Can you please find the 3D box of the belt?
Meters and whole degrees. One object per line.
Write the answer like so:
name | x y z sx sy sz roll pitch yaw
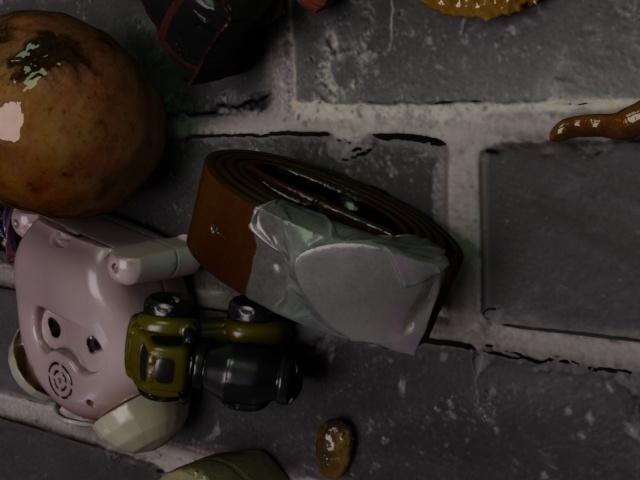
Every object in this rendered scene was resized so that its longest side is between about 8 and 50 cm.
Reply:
belt | 0.000 0.000 1.014 0.339 0.217 0.122 28 114 30

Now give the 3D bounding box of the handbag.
handbag | -0.147 -0.321 1.121 0.169 0.155 0.215 -35 76 51

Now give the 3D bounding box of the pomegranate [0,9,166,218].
pomegranate | -0.369 -0.168 1.228 0.322 0.322 0.322 7 101 37

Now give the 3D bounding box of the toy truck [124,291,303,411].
toy truck | -0.139 0.155 1.148 0.165 0.224 0.147 -127 44 -74

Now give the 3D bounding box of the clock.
clock | -0.331 0.127 1.334 0.342 0.184 0.325 23 115 39

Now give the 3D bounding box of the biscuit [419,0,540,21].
biscuit | 0.160 -0.352 0.899 0.254 0.035 0.253 11 120 20

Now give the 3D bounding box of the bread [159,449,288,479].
bread | -0.133 0.361 1.228 0.148 0.141 0.133 4 96 36

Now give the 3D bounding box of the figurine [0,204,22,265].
figurine | -0.555 -0.002 1.510 0.157 0.114 0.126 -12 116 16

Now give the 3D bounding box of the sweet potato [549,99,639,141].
sweet potato | 0.307 -0.122 0.867 0.179 0.044 0.044 -19 85 45

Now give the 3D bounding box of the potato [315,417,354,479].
potato | 0.017 0.270 1.157 0.051 0.040 0.083 17 106 41

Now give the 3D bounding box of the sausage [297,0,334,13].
sausage | -0.023 -0.367 1.066 0.077 0.077 0.194 -22 82 38
